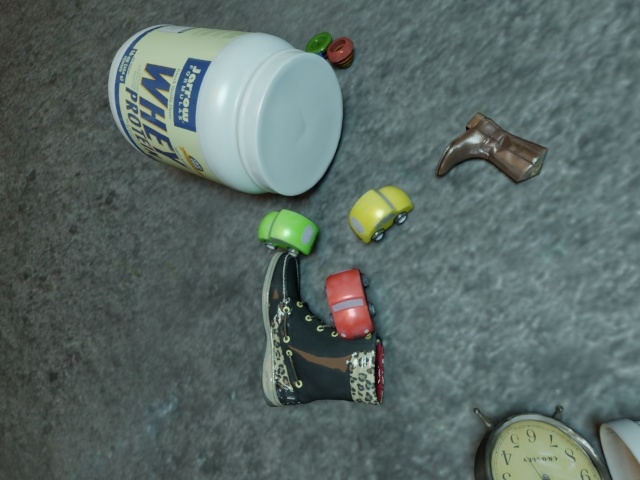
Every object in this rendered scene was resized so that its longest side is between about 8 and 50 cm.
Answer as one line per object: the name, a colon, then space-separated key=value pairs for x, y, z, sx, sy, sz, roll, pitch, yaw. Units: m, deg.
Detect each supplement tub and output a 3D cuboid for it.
supplement tub: x=-0.151 y=-0.210 z=0.655 sx=0.324 sy=0.235 sz=0.236 roll=22 pitch=93 yaw=30

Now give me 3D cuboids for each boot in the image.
boot: x=0.004 y=0.129 z=0.611 sx=0.178 sy=0.085 sz=0.237 roll=-5 pitch=75 yaw=21
boot: x=0.228 y=-0.104 z=0.545 sx=0.114 sy=0.037 sz=0.106 roll=42 pitch=105 yaw=23

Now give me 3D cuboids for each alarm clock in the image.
alarm clock: x=0.236 y=0.276 z=0.425 sx=0.129 sy=0.064 sz=0.192 roll=0 pitch=47 yaw=-1

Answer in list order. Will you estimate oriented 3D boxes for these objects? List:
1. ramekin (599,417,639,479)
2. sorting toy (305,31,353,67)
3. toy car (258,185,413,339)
ramekin: x=0.343 y=0.250 z=0.334 sx=0.108 sy=0.207 sz=0.207 roll=-20 pitch=73 yaw=16
sorting toy: x=0.017 y=-0.318 z=0.696 sx=0.061 sy=0.042 sz=0.102 roll=-51 pitch=50 yaw=-4
toy car: x=0.000 y=0.000 z=0.593 sx=0.224 sy=0.053 sz=0.239 roll=15 pitch=71 yaw=21
